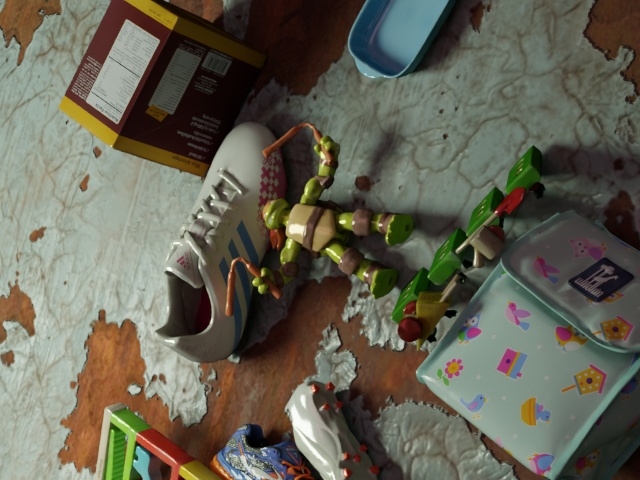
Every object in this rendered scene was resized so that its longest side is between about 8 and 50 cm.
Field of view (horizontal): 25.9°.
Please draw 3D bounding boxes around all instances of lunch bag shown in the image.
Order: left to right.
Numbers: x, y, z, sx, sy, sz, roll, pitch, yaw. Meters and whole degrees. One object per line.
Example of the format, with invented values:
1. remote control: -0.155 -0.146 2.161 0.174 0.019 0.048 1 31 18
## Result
1. lunch bag: 0.272 0.116 1.506 0.223 0.160 0.262 38 92 39

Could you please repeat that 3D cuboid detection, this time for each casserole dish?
1. casserole dish: 0.111 -0.289 1.774 0.114 0.037 0.188 38 104 34

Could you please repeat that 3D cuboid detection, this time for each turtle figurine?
1. turtle figurine: 0.000 0.000 1.766 0.217 0.087 0.269 21 85 29

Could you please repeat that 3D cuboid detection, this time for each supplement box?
1. supplement box: -0.213 -0.215 1.896 0.129 0.191 0.194 35 101 35

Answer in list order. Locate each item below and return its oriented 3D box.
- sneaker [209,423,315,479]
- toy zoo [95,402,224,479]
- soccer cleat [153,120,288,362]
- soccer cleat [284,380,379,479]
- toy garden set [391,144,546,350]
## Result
1. sneaker: -0.047 0.298 1.747 0.221 0.083 0.087 25 91 34
2. toy zoo: -0.193 0.363 1.818 0.293 0.030 0.192 29 119 36
3. soccer cleat: -0.133 -0.003 1.827 0.116 0.143 0.331 8 85 37
4. soccer cleat: 0.015 0.265 1.722 0.076 0.068 0.196 -47 55 36
5. toy garden set: 0.176 0.017 1.588 0.049 0.204 0.244 40 108 -2
